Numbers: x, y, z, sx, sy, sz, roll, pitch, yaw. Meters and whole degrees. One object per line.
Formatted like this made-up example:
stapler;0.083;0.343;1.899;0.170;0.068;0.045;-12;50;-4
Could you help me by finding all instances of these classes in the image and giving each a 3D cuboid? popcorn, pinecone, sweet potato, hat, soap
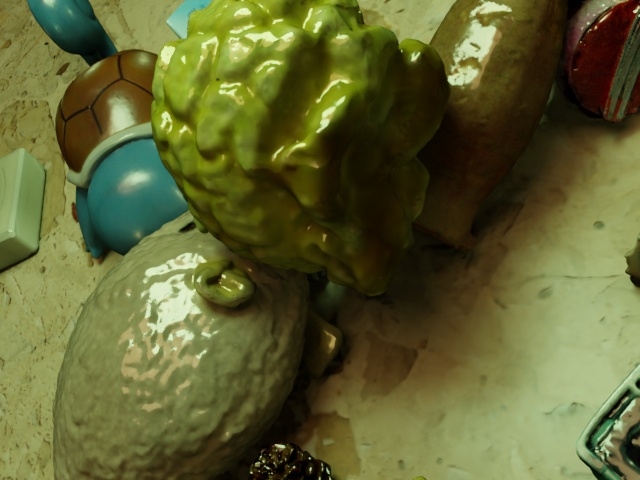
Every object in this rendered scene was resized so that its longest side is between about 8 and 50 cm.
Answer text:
popcorn;-0.008;-0.078;0.566;0.251;0.206;0.237;46;114;13
pinecone;-0.026;0.213;0.599;0.077;0.083;0.077;-8;50;10
sweet potato;0.151;-0.151;0.628;0.131;0.131;0.337;44;116;42
hat;0.261;-0.220;0.695;0.128;0.140;0.227;-19;37;-1
soap;-0.491;-0.042;1.071;0.121;0.064;0.183;-24;51;13

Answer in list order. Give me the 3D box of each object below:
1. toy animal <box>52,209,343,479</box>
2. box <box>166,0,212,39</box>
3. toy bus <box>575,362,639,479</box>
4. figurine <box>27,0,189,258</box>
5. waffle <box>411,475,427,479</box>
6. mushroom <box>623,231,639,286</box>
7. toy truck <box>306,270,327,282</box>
toy animal;-0.130;0.111;0.662;0.226;0.188;0.358;6;64;41
box;-0.047;-0.162;0.761;0.083;0.232;0.142;-42;48;1
toy bus;0.285;0.175;0.389;0.128;0.147;0.256;-45;53;-4
figurine;-0.240;-0.154;0.917;0.297;0.243;0.416;-28;69;2
waffle;0.094;0.309;0.479;0.262;0.060;0.281;-8;55;31
mushroom;0.352;-0.010;0.461;0.173;0.162;0.236;-49;50;-3
toy truck;0.000;0.000;0.752;0.039;0.044;0.083;20;72;42
